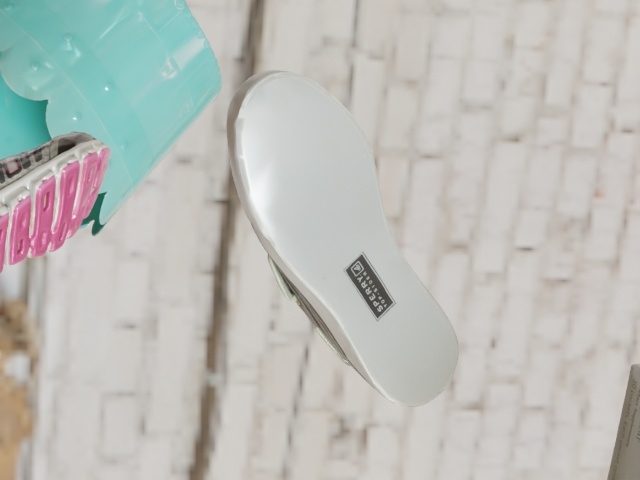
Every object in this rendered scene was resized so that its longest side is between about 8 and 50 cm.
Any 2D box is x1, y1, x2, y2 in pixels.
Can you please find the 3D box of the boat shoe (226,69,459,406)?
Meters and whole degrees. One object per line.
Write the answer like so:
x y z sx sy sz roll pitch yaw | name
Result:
0.000 0.000 1.045 0.070 0.078 0.219 24 -34 56 | boat shoe

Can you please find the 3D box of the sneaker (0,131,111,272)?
-0.180 -0.022 0.984 0.075 0.170 0.063 33 -47 20 | sneaker

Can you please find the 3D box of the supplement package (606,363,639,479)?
0.362 0.247 1.630 0.145 0.204 0.262 33 -61 54 | supplement package

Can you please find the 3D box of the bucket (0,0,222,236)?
-0.240 -0.165 1.779 0.281 0.183 0.281 40 -20 17 | bucket
